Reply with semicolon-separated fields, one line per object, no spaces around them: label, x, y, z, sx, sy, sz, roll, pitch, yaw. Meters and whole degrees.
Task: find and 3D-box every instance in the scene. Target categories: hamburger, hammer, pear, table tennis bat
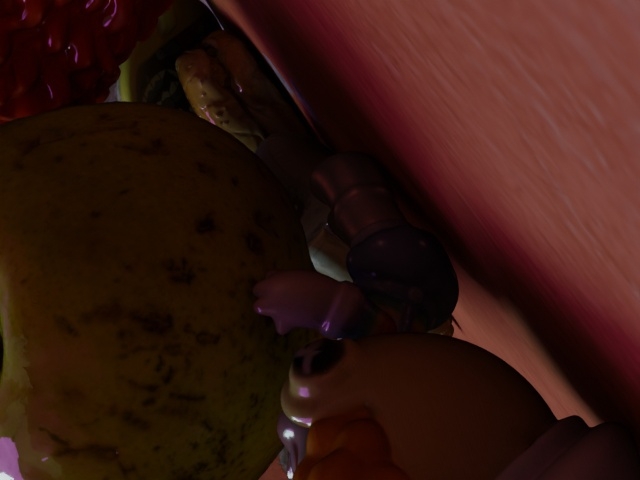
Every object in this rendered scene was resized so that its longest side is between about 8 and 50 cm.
hamburger;-0.089;-0.155;0.949;0.214;0.108;0.214;58;177;4
hammer;0.027;0.027;0.876;0.305;0.202;0.113;32;-150;-8
pear;-0.164;0.060;0.666;0.391;0.391;0.391;53;179;1
table tennis bat;-0.194;-0.253;0.982;0.054;0.224;0.369;12;135;27

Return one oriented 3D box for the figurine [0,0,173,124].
figurine;-0.297;-0.215;0.768;0.241;0.306;0.412;50;156;-6

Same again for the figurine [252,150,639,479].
figurine;0.062;0.081;0.479;0.224;0.205;0.382;60;-166;-59

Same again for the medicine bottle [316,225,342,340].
medicine bottle;0.034;0.111;1.197;0.212;0.212;0.325;54;179;-39
